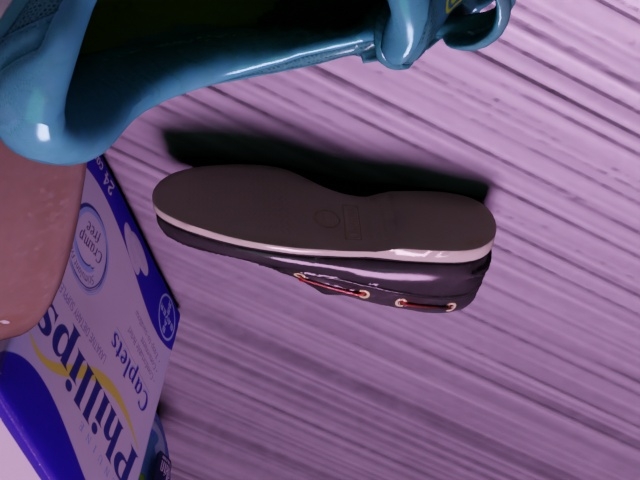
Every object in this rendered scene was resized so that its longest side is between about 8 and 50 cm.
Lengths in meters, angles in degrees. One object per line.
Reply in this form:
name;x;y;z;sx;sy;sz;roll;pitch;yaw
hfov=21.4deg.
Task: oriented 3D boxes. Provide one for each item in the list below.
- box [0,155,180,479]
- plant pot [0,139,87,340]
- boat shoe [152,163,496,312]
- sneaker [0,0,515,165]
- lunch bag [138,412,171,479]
box;-0.118;0.044;0.666;0.072;0.137;0.126;-4;137;17
plant pot;-0.196;-0.054;0.523;0.229;0.263;0.263;4;143;-19
boat shoe;0.000;0.001;0.656;0.133;0.049;0.042;8;132;-2
sneaker;0.028;-0.091;0.445;0.275;0.110;0.107;-22;142;-9
lunch bag;-0.174;0.116;0.734;0.219;0.176;0.090;35;135;-23
